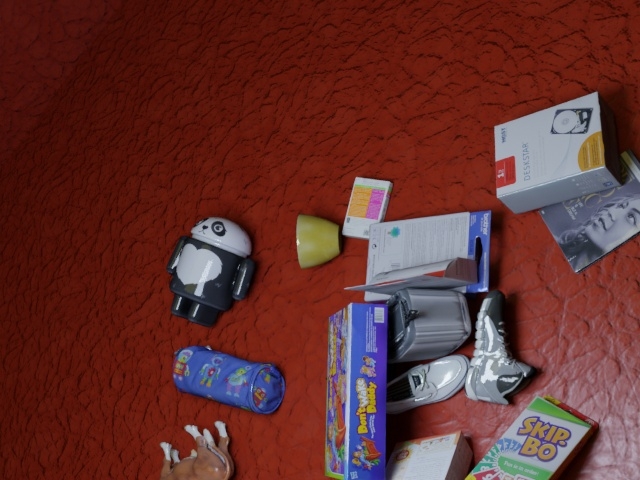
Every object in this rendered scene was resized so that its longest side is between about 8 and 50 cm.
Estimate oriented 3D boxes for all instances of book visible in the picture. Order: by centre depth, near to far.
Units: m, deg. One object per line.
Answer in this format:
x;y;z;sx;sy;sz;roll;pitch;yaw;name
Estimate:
0.113;-0.075;2.093;0.096;0.035;0.144;9;79;37;book

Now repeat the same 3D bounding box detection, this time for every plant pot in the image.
0.000;0.000;2.101;0.095;0.134;0.134;-3;68;7;plant pot

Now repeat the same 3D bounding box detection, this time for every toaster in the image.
0.211;0.171;1.800;0.227;0.146;0.129;121;144;-60;toaster

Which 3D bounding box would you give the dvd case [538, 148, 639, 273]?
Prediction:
0.564;-0.059;1.744;0.221;0.018;0.165;-37;53;21;dvd case

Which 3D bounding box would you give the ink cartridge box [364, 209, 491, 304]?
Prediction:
0.243;0.041;1.925;0.311;0.065;0.186;-8;69;39;ink cartridge box

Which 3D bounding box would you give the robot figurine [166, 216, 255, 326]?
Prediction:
-0.285;0.076;2.244;0.173;0.209;0.278;172;120;-79;robot figurine

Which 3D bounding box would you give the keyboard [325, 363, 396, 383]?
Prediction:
0.091;0.298;1.965;0.180;0.023;0.108;0;75;39;keyboard

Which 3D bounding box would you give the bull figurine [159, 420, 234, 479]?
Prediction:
-0.330;0.571;2.131;0.310;0.101;0.188;-32;54;24;bull figurine

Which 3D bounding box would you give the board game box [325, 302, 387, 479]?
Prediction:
0.072;0.319;1.820;0.233;0.078;0.347;130;143;-74;board game box

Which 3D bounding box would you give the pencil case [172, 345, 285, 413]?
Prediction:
-0.228;0.335;2.136;0.306;0.119;0.133;7;66;39;pencil case

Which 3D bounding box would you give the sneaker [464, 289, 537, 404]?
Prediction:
0.376;0.220;1.746;0.132;0.086;0.229;11;89;35;sneaker

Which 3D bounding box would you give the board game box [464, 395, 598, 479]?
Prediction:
0.389;0.396;1.615;0.259;0.039;0.124;-41;45;-23;board game box

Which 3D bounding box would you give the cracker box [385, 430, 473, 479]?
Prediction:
0.193;0.479;1.698;0.155;0.067;0.232;-19;19;31;cracker box

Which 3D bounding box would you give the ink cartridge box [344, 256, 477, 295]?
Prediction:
0.185;0.069;1.768;0.189;0.232;0.066;-13;72;34;ink cartridge box

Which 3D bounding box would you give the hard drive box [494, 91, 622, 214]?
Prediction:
0.483;-0.175;1.794;0.232;0.089;0.181;-18;57;35;hard drive box

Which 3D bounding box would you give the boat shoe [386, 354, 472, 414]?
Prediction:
0.212;0.306;1.833;0.226;0.075;0.083;-35;55;22;boat shoe
